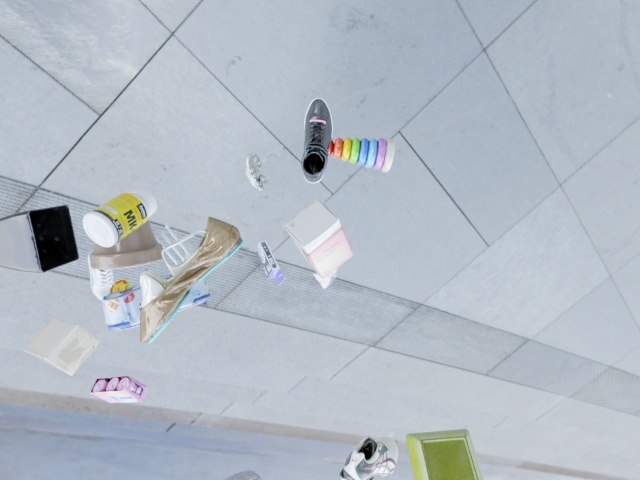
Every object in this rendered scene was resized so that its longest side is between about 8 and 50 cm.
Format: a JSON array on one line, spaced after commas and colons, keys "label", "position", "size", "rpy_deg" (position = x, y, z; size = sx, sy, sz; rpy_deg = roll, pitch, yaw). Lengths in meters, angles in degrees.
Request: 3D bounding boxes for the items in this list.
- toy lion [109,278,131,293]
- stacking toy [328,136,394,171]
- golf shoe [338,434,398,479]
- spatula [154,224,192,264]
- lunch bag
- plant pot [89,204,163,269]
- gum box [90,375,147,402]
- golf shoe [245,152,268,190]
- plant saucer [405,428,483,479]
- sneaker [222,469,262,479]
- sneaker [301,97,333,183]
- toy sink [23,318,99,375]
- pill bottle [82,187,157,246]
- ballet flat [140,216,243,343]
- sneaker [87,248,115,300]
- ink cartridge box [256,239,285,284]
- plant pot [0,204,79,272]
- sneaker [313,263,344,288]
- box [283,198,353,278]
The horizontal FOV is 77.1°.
[{"label": "toy lion", "position": [-0.670, 0.176, 1.354], "size": [0.100, 0.096, 0.034], "rpy_deg": [4, 146, 18]}, {"label": "stacking toy", "position": [0.134, -0.376, 1.676], "size": [0.330, 0.141, 0.141], "rpy_deg": [8, 115, -1]}, {"label": "golf shoe", "position": [0.169, 0.652, 1.221], "size": [0.273, 0.105, 0.120], "rpy_deg": [0, 107, -54]}, {"label": "spatula", "position": [-0.615, 0.048, 1.724], "size": [0.019, 0.168, 0.242], "rpy_deg": [-31, 107, 16]}, {"label": "lunch bag", "position": [-0.477, 0.170, 1.197], "size": [0.303, 0.243, 0.115], "rpy_deg": [-15, 90, -27]}, {"label": "plant pot", "position": [-0.747, -0.026, 1.536], "size": [0.263, 0.263, 0.229], "rpy_deg": [-6, 98, -13]}, {"label": "gum box", "position": [-0.782, 0.583, 1.570], "size": [0.188, 0.062, 0.107], "rpy_deg": [-12, 135, 22]}, {"label": "golf shoe", "position": [-0.266, -0.267, 1.544], "size": [0.069, 0.086, 0.176], "rpy_deg": [-49, 151, -28]}, {"label": "plant saucer", "position": [0.346, 0.612, 1.092], "size": [0.188, 0.188, 0.045], "rpy_deg": [-3, 140, -3]}, {"label": "sneaker", "position": [-0.283, 0.816, 1.123], "size": [0.321, 0.124, 0.180], "rpy_deg": [-34, 136, -47]}, {"label": "sneaker", "position": [-0.008, -0.343, 1.369], "size": [0.104, 0.147, 0.296], "rpy_deg": [5, 98, -4]}, {"label": "toy sink", "position": [-1.001, 0.411, 1.559], "size": [0.234, 0.153, 0.131], "rpy_deg": [-2, 135, 36]}, {"label": "pill bottle", "position": [-0.626, -0.080, 1.273], "size": [0.119, 0.208, 0.119], "rpy_deg": [11, 125, 16]}, {"label": "ballet flat", "position": [-0.334, 0.078, 0.939], "size": [0.124, 0.116, 0.342], "rpy_deg": [43, 87, -20]}, {"label": "sneaker", "position": [-0.886, 0.141, 1.631], "size": [0.087, 0.092, 0.229], "rpy_deg": [-16, 87, -41]}, {"label": "ink cartridge box", "position": [-0.248, 0.119, 1.954], "size": [0.045, 0.206, 0.208], "rpy_deg": [-26, 81, -19]}, {"label": "plant pot", "position": [-0.905, -0.003, 1.252], "size": [0.167, 0.188, 0.188], "rpy_deg": [-6, 101, 0]}, {"label": "sneaker", "position": [0.033, 0.099, 1.744], "size": [0.115, 0.090, 0.232], "rpy_deg": [38, 120, 14]}, {"label": "box", "position": [0.000, 0.000, 1.370], "size": [0.148, 0.127, 0.232], "rpy_deg": [-38, 145, -7]}]
